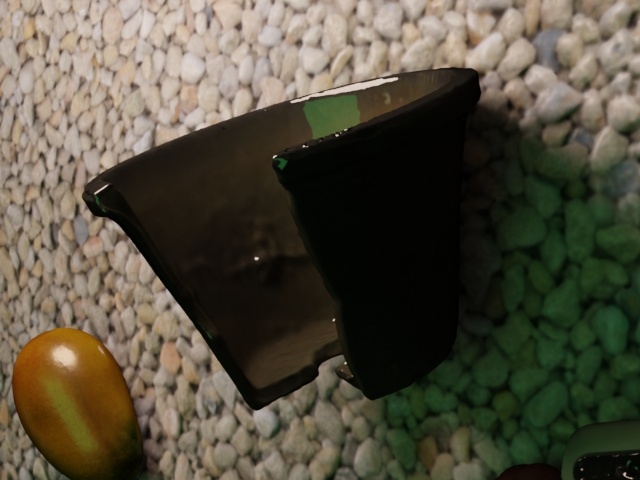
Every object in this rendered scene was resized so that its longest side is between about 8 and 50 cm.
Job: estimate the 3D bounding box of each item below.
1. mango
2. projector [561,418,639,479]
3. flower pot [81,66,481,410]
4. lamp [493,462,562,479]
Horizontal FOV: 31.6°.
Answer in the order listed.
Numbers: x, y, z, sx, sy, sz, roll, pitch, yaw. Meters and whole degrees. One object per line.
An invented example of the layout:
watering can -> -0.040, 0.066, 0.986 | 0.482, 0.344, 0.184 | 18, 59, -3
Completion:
mango -> -0.306, 0.216, 1.424 | 0.152, 0.120, 0.221 | -33, 78, 34
projector -> 0.345, 0.176, 0.852 | 0.338, 0.108, 0.108 | -17, 80, 48
flower pot -> 0.000, 0.000, 1.065 | 0.379, 0.379, 0.251 | -8, 107, 40
lamp -> 0.194, 0.255, 1.019 | 0.108, 0.092, 0.107 | 0, 90, 40
